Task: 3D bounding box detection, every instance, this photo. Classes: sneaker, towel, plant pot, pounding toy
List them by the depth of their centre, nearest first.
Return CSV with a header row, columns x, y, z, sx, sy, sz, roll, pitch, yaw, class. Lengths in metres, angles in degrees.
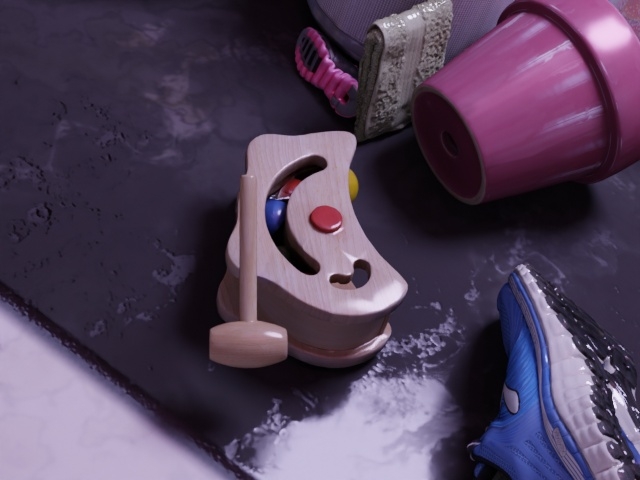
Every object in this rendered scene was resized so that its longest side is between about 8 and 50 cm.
x,y,z,sx,sy,sz,roll,pitch,yaw,class
0.175,0.140,0.976,0.130,0.147,0.330,40,22,-19,sneaker
0.000,0.000,1.018,0.154,0.155,0.269,11,48,-4,pounding toy
0.197,-0.128,1.186,0.180,0.201,0.201,-27,63,-17,plant pot
0.082,-0.167,1.194,0.110,0.148,0.027,-27,54,-30,towel
0.020,-0.173,1.255,0.057,0.047,0.119,-9,56,-46,sneaker

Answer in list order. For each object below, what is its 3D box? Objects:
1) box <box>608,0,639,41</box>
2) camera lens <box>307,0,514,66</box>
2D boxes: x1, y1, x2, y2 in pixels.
x,y,z,sx,sy,sz,roll,pitch,yaw,class
0.366,-0.274,1.374,0.154,0.142,0.300,11,48,-25,box
0.115,-0.321,1.249,0.219,0.274,0.219,10,49,-11,camera lens
